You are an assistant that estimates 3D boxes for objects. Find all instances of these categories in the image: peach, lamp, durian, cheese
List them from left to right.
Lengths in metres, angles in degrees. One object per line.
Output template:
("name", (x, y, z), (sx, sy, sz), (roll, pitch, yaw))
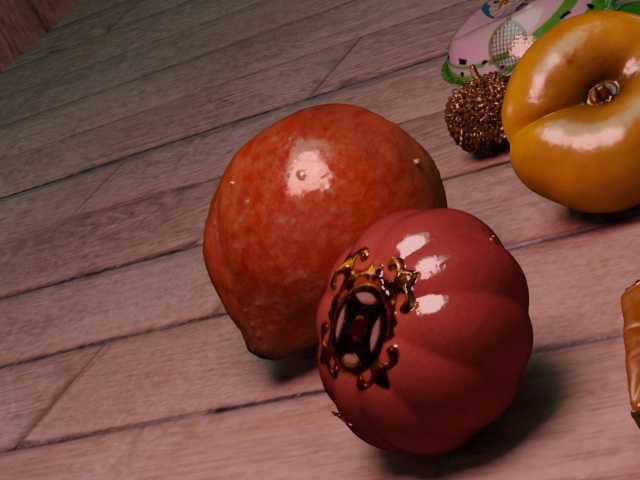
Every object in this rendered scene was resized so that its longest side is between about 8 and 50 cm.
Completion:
("peach", (0.000, 0.000, 1.505), (0.232, 0.232, 0.232), (-26, 20, 10))
("lamp", (0.080, 0.066, 1.267), (0.182, 0.140, 0.182), (-18, 66, 48))
("durian", (0.157, -0.126, 1.707), (0.080, 0.091, 0.080), (-19, 5, 2))
("cheese", (0.240, -0.216, 1.812), (0.204, 0.083, 0.320), (-38, 21, -22))
("peach", (0.235, -0.107, 1.466), (0.179, 0.103, 0.179), (-9, 62, 17))

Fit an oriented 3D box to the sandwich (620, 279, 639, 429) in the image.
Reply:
("sandwich", (0.255, 0.075, 1.098), (0.113, 0.079, 0.163), (-24, 19, 19))
